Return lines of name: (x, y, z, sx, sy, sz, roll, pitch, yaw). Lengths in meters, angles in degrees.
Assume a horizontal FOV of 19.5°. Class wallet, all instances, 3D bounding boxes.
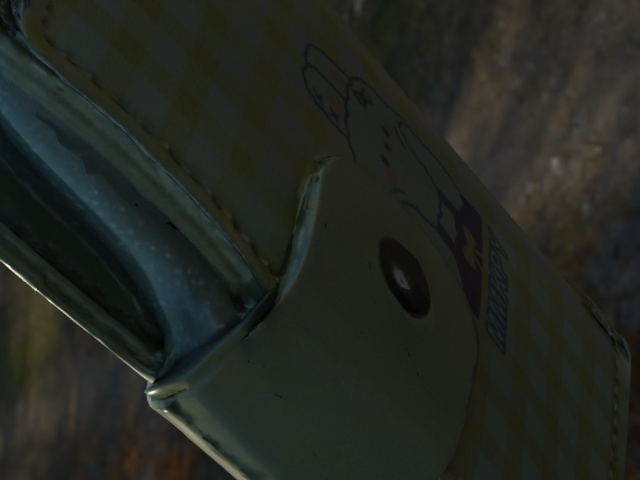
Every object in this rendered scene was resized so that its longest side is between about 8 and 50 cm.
wallet: (0.000, 0.000, 0.624, 0.077, 0.309, 0.223, -33, 25, 23)
